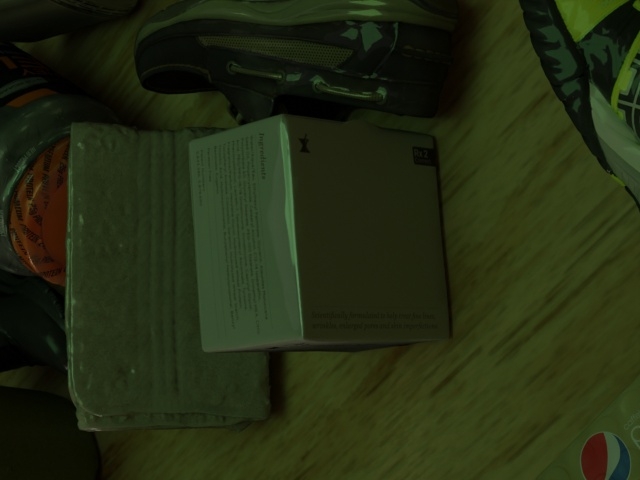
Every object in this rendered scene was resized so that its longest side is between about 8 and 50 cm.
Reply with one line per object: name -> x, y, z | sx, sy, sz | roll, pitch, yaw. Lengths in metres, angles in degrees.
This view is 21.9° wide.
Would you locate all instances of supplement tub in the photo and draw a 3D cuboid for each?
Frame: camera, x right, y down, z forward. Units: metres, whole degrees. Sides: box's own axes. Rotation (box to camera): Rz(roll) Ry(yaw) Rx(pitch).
supplement tub -> -0.315, -0.088, 1.664 | 0.316, 0.194, 0.193 | 33, 110, 39

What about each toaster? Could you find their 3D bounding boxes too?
toaster -> -0.281, -0.272, 1.647 | 0.146, 0.227, 0.129 | -7, 82, 26

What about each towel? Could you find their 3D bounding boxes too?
towel -> -0.137, 0.034, 1.503 | 0.049, 0.187, 0.282 | 157, 114, -76

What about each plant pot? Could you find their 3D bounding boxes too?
plant pot -> -0.373, 0.245, 1.658 | 0.276, 0.254, 0.276 | -4, 84, 43

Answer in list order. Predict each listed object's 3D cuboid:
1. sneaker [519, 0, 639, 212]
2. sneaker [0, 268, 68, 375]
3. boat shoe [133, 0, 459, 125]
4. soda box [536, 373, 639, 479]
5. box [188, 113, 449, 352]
sneaker -> 0.271, -0.088, 1.151 | 0.147, 0.145, 0.384 | -36, 74, 29
sneaker -> -0.328, 0.094, 1.697 | 0.130, 0.109, 0.286 | -47, 38, -16
boat shoe -> -0.038, -0.145, 1.440 | 0.355, 0.132, 0.130 | -2, 84, 45
soda box -> 0.243, 0.141, 1.203 | 0.181, 0.058, 0.061 | -52, 55, 30
box -> 0.000, 0.000, 1.360 | 0.119, 0.181, 0.181 | -12, 79, 44
